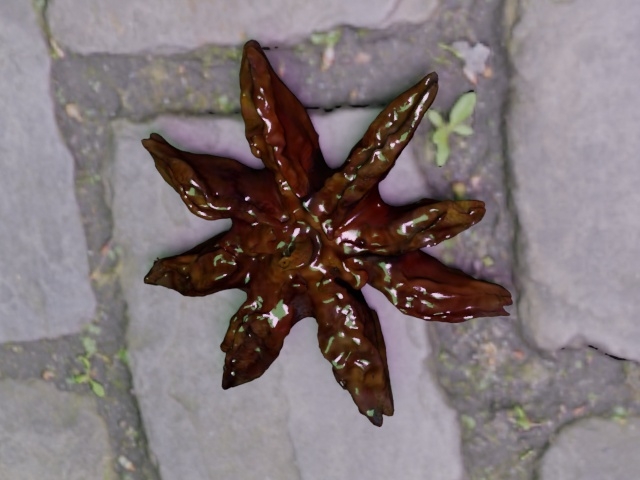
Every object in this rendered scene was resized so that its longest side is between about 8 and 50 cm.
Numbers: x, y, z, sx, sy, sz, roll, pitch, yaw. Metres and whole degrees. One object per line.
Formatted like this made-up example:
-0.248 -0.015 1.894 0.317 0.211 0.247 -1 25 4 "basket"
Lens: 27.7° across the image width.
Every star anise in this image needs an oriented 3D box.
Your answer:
0.001 0.000 0.873 0.288 0.088 0.288 5 115 11 "star anise"
